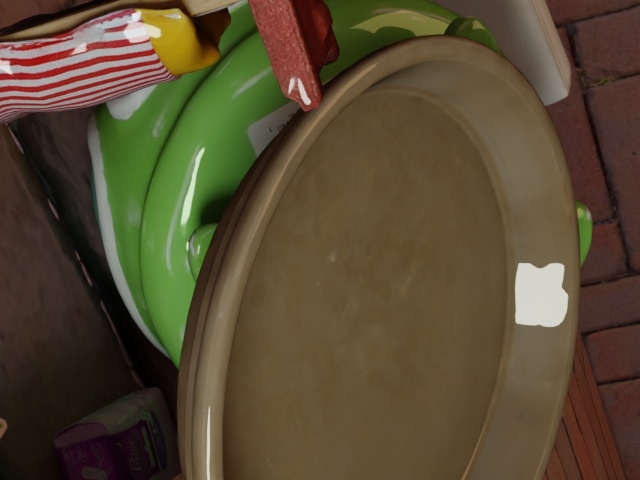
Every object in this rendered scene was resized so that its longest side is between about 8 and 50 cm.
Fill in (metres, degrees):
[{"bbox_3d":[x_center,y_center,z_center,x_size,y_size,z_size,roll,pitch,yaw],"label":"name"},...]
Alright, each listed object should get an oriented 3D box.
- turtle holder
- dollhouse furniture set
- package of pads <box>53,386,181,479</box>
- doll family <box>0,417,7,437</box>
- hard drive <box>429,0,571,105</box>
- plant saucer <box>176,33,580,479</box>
[{"bbox_3d":[0.007,-0.018,0.764,0.320,0.243,0.227,32,4,-41],"label":"turtle holder"},{"bbox_3d":[-0.096,-0.139,0.609,0.374,0.201,0.152,-70,143,-72],"label":"dollhouse furniture set"},{"bbox_3d":[-0.100,0.107,0.675,0.083,0.032,0.050,-21,94,-75],"label":"package of pads"},{"bbox_3d":[-0.173,0.027,0.363,0.163,0.118,0.263,-113,-177,-54],"label":"doll family"},{"bbox_3d":[0.000,-0.204,0.872,0.047,0.233,0.353,-80,149,-41],"label":"hard drive"},{"bbox_3d":[0.033,0.049,0.582,0.278,0.041,0.277,-17,112,-49],"label":"plant saucer"}]
